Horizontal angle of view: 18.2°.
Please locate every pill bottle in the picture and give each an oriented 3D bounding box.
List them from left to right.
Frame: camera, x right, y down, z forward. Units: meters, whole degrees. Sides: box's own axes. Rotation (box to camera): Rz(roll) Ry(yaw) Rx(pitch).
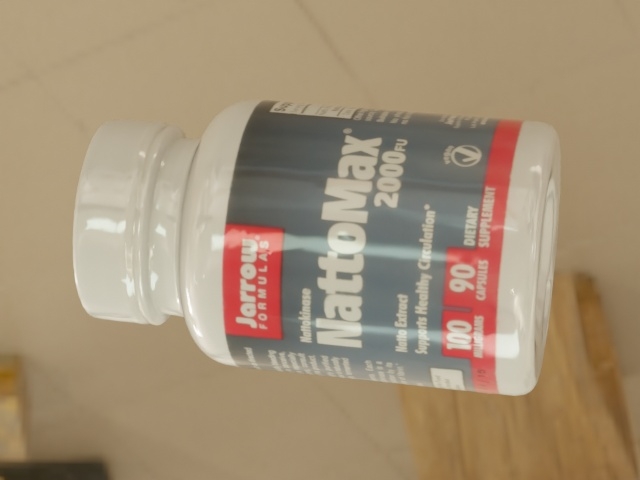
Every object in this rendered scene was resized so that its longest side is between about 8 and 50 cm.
[{"bbox_3d":[0.000,0.000,0.787,0.180,0.108,0.108,5,142,10],"label":"pill bottle"}]
